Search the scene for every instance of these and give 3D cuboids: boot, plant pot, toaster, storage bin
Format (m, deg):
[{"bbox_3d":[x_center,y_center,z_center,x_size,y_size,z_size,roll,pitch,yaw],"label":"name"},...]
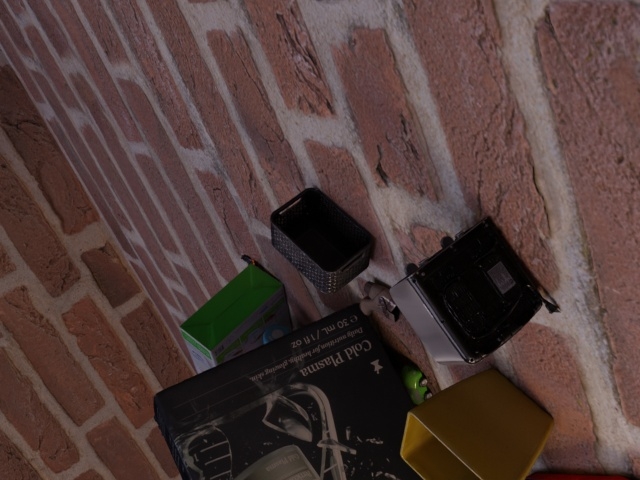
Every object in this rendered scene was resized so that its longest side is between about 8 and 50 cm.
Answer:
[{"bbox_3d":[0.123,0.134,1.562,0.087,0.042,0.118,37,153,28],"label":"boot"},{"bbox_3d":[0.287,0.357,1.382,0.212,0.187,0.212,40,154,26],"label":"plant pot"},{"bbox_3d":[0.221,0.084,1.153,0.185,0.168,0.110,54,160,-1],"label":"toaster"},{"bbox_3d":[0.000,0.000,1.497,0.180,0.122,0.084,43,154,23],"label":"storage bin"}]

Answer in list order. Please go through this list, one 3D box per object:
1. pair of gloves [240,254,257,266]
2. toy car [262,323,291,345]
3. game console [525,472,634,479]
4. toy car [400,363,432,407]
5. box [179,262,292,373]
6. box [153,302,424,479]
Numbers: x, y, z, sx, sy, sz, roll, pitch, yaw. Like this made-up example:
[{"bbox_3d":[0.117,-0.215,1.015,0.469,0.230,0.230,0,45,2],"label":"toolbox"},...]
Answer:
[{"bbox_3d":[-0.183,0.076,2.090,0.074,0.010,0.083,20,140,52],"label":"pair of gloves"},{"bbox_3d":[-0.078,0.377,1.965,0.210,0.238,0.219,12,140,6],"label":"toy car"},{"bbox_3d":[0.550,0.568,1.354,0.386,0.060,0.342,52,157,2],"label":"game console"},{"bbox_3d":[0.213,0.364,1.700,0.239,0.053,0.225,23,143,49],"label":"toy car"},{"bbox_3d":[-0.210,0.236,2.041,0.127,0.262,0.231,33,151,28],"label":"box"},{"bbox_3d":[-0.040,0.460,1.647,0.471,0.480,0.297,62,161,14],"label":"box"}]
